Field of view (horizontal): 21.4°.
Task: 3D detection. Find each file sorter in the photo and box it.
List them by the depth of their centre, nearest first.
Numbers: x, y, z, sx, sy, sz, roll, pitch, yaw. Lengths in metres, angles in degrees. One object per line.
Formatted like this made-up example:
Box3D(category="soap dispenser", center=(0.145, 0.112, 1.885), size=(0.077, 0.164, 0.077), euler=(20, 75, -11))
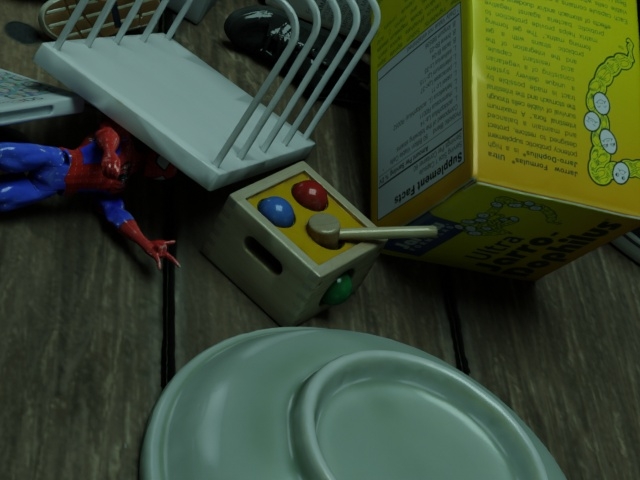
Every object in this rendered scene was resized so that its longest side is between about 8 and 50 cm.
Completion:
Box3D(category="file sorter", center=(-0.086, -0.183, 1.523), size=(0.193, 0.173, 0.277), euler=(36, 17, 9))

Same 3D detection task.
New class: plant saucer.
Box3D(category="plant saucer", center=(0.063, 0.193, 1.303), size=(0.400, 0.100, 0.400), euler=(19, 36, -15))

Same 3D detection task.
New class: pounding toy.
Box3D(category="pounding toy", center=(0.000, 0.000, 1.488), size=(0.141, 0.100, 0.130), euler=(42, 38, 16))

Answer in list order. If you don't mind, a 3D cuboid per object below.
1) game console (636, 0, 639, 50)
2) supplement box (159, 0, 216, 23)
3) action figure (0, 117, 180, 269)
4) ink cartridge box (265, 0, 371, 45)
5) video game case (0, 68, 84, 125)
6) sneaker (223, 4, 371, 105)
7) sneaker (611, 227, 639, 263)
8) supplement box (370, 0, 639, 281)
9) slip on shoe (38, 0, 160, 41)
Box3D(category="game console", center=(0.381, -0.274, 1.898), size=(0.060, 0.342, 0.386), euler=(-6, 42, -1))
Box3D(category="supplement box", center=(-0.123, -0.341, 1.807), size=(0.111, 0.114, 0.220), euler=(30, 37, -2))
Box3D(category="action figure", center=(-0.215, -0.038, 1.384), size=(0.280, 0.091, 0.139), euler=(-10, 35, -41))
Box3D(category="ink cartridge box", center=(0.140, -0.328, 1.932), size=(0.384, 0.160, 0.279), euler=(19, 36, -14))
Box3D(category="video game case", center=(-0.305, -0.125, 1.432), size=(0.157, 0.019, 0.143), euler=(19, 22, 34))
Box3D(category="sneaker", center=(-0.013, -0.187, 1.748), size=(0.170, 0.051, 0.089), euler=(13, 34, -28))
Box3D(category="sneaker", center=(0.278, -0.103, 1.792), size=(0.321, 0.127, 0.126), euler=(32, 37, 5))
Box3D(category="supplement box", center=(0.174, -0.167, 1.619), size=(0.195, 0.194, 0.356), euler=(11, 67, -25))
Box3D(category="slip on shoe", center=(-0.221, -0.222, 1.657), size=(0.135, 0.051, 0.041), euler=(-20, 19, -38))
